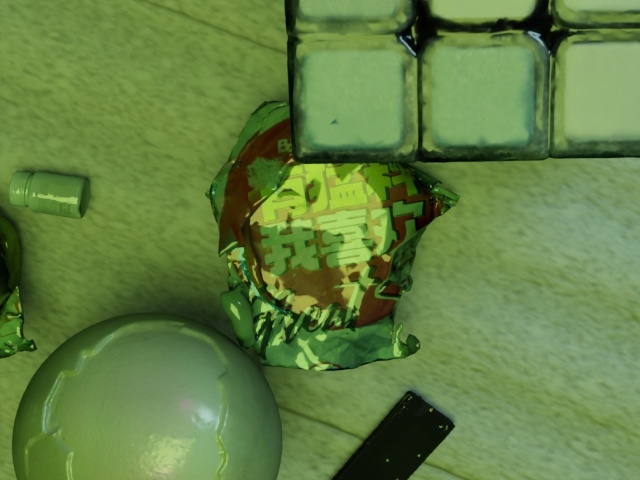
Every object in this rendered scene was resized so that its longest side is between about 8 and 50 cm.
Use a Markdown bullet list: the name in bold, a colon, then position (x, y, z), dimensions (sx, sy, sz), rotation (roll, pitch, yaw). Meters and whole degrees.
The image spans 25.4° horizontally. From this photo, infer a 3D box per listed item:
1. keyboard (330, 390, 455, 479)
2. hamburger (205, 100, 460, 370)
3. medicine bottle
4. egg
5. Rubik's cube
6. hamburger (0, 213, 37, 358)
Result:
- **keyboard**: position (0.060, 0.275, 1.661), dimensions (0.072, 0.023, 0.231), rotation (35, 107, -11)
- **hamburger**: position (-0.007, 0.003, 1.541), dimensions (0.260, 0.150, 0.276), rotation (15, 92, -16)
- **medicine bottle**: position (-0.304, -0.053, 1.595), dimensions (0.083, 0.047, 0.047), rotation (9, 107, 5)
- **egg**: position (-0.179, 0.211, 1.497), dimensions (0.278, 0.336, 0.278), rotation (7, 71, -22)
- **Rubik's cube**: position (0.149, -0.268, 1.321), dimensions (0.363, 0.359, 0.362), rotation (4, 104, 6)
- **hamburger**: position (-0.414, 0.053, 1.601), dimensions (0.235, 0.125, 0.214), rotation (18, 113, 5)
